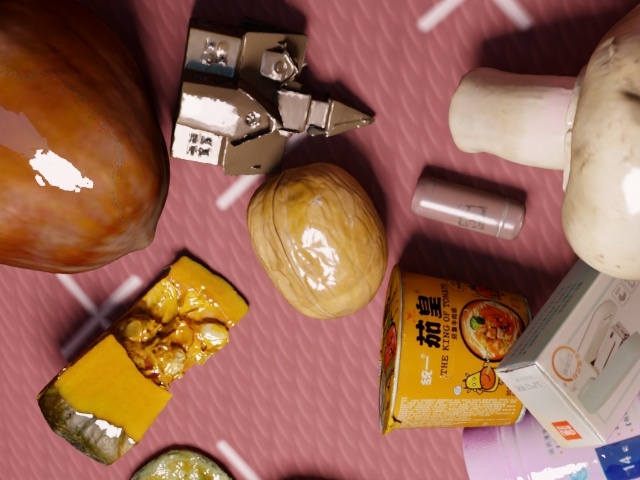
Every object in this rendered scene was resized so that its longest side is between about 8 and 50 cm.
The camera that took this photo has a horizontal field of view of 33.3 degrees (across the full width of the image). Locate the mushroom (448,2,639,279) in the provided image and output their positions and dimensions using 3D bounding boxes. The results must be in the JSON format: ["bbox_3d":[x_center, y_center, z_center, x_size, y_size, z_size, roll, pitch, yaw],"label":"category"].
[{"bbox_3d":[0.349,-0.109,1.177,0.315,0.356,0.315,1,86,-20],"label":"mushroom"}]

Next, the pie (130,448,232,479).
[{"bbox_3d":[-0.195,0.390,1.562,0.186,0.041,0.187,3,109,10],"label":"pie"}]

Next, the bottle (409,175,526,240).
[{"bbox_3d":[0.185,-0.041,1.340,0.140,0.053,0.053,15,111,4],"label":"bottle"}]

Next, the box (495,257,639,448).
[{"bbox_3d":[0.332,0.104,1.262,0.135,0.269,0.079,49,150,-9],"label":"box"}]

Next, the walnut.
[{"bbox_3d":[0.000,0.000,1.333,0.165,0.165,0.197,-31,103,18],"label":"walnut"}]

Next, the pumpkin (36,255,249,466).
[{"bbox_3d":[-0.244,0.166,1.415,0.139,0.190,0.280,43,110,-5],"label":"pumpkin"}]

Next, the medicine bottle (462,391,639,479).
[{"bbox_3d":[0.324,0.273,1.368,0.253,0.152,0.152,-21,104,16],"label":"medicine bottle"}]

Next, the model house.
[{"bbox_3d":[-0.050,-0.162,1.300,0.248,0.176,0.181,8,110,-10],"label":"model house"}]

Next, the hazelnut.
[{"bbox_3d":[-0.348,-0.126,1.266,0.365,0.366,0.366,3,109,9],"label":"hazelnut"}]

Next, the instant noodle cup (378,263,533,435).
[{"bbox_3d":[0.164,0.142,1.332,0.172,0.216,0.216,5,110,-1],"label":"instant noodle cup"}]
